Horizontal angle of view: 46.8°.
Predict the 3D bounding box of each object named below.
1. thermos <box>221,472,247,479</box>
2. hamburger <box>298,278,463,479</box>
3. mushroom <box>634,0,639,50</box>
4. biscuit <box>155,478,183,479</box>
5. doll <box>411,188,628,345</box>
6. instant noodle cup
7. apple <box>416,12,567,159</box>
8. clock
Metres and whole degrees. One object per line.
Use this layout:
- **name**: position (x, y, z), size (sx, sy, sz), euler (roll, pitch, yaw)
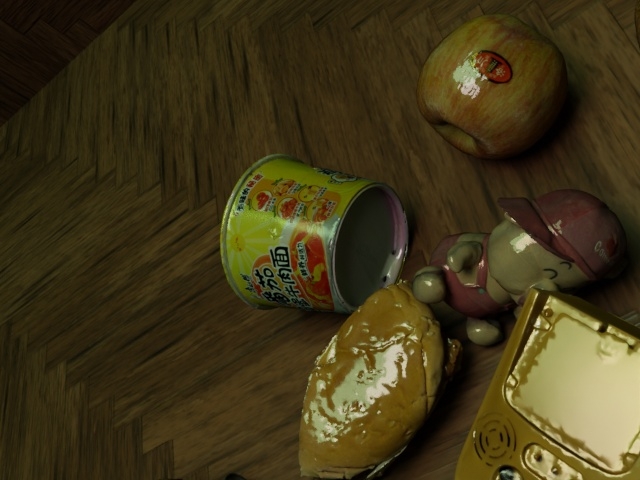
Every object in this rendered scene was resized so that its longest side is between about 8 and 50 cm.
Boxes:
- **thermos**: position (-0.187, 0.454, 1.182), size (0.187, 0.083, 0.073), euler (-39, 3, 20)
- **hamburger**: position (0.082, 0.206, 1.026), size (0.245, 0.155, 0.282), euler (-15, 61, 28)
- **mushroom**: position (0.547, -0.255, 0.847), size (0.345, 0.239, 0.345), euler (-48, 25, 31)
- **biscuit**: position (-0.234, 0.512, 1.102), size (0.296, 0.102, 0.297), euler (-3, 84, 31)
- **doll**: position (0.256, 0.030, 0.946), size (0.255, 0.196, 0.152), euler (-30, 66, 35)
- **instant noodle cup**: position (0.000, 0.000, 1.160), size (0.200, 0.264, 0.264), euler (11, 73, 38)
- **apple**: position (0.250, -0.224, 1.084), size (0.211, 0.211, 0.188), euler (33, 89, 48)
- **clock**: position (0.277, 0.237, 0.803), size (0.244, 0.200, 0.317), euler (34, 99, 46)
